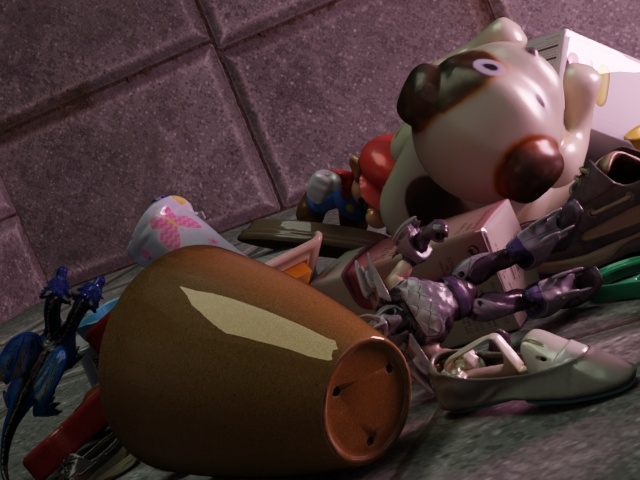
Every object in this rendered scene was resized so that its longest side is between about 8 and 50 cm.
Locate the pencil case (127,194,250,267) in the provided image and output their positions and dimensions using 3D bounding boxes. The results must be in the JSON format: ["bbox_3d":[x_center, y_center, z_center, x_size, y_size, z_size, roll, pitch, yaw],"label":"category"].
[{"bbox_3d":[-0.149,0.050,1.807,0.124,0.273,0.113,-30,-27,-52],"label":"pencil case"}]

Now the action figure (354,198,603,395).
[{"bbox_3d":[0.158,0.052,1.317,0.285,0.185,0.099,-19,-12,-26],"label":"action figure"}]

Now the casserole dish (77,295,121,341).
[{"bbox_3d":[-0.293,0.109,1.846,0.114,0.037,0.188,-22,7,8],"label":"casserole dish"}]

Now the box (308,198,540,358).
[{"bbox_3d":[0.128,0.056,1.503,0.232,0.126,0.148,-19,9,24],"label":"box"}]

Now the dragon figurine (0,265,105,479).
[{"bbox_3d":[-0.369,0.170,1.622,0.144,0.085,0.289,104,-169,-69],"label":"dragon figurine"}]

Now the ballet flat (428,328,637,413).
[{"bbox_3d":[0.183,0.115,1.140,0.213,0.068,0.072,-15,11,44],"label":"ballet flat"}]

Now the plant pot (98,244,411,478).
[{"bbox_3d":[-0.045,0.131,1.208,0.237,0.237,0.254,-28,23,-38],"label":"plant pot"}]

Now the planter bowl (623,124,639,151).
[{"bbox_3d":[0.563,-0.149,1.837,0.217,0.090,0.217,-21,8,3],"label":"planter bowl"}]

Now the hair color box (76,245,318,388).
[{"bbox_3d":[-0.186,0.133,1.945,0.375,0.113,0.185,-23,7,-11],"label":"hair color box"}]

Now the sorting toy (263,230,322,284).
[{"bbox_3d":[-0.078,0.100,1.500,0.208,0.038,0.193,-31,-31,-34],"label":"sorting toy"}]

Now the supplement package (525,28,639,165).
[{"bbox_3d":[0.422,-0.215,2.037,0.262,0.145,0.204,16,-12,-27],"label":"supplement package"}]

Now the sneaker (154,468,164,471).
[{"bbox_3d":[-0.122,0.206,1.443,0.211,0.080,0.081,-33,-16,-42],"label":"sneaker"}]

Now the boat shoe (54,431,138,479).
[{"bbox_3d":[-0.283,0.272,1.467,0.056,0.049,0.152,-14,11,46],"label":"boat shoe"}]

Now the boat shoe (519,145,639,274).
[{"bbox_3d":[0.376,-0.053,1.536,0.355,0.130,0.132,-16,9,40],"label":"boat shoe"}]

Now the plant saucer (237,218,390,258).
[{"bbox_3d":[0.000,0.000,2.105,0.278,0.041,0.278,6,-5,1],"label":"plant saucer"}]

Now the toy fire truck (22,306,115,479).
[{"bbox_3d":[-0.257,0.187,1.664,0.254,0.169,0.302,-40,3,11],"label":"toy fire truck"}]

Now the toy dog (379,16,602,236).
[{"bbox_3d":[0.203,-0.130,1.722,0.395,0.284,0.408,-41,-10,-12],"label":"toy dog"}]

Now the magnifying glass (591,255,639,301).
[{"bbox_3d":[0.351,0.044,1.334,0.092,0.026,0.231,-23,8,-9],"label":"magnifying glass"}]

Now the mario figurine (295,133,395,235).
[{"bbox_3d":[0.067,-0.055,2.066,0.198,0.170,0.320,-27,-1,-23],"label":"mario figurine"}]
